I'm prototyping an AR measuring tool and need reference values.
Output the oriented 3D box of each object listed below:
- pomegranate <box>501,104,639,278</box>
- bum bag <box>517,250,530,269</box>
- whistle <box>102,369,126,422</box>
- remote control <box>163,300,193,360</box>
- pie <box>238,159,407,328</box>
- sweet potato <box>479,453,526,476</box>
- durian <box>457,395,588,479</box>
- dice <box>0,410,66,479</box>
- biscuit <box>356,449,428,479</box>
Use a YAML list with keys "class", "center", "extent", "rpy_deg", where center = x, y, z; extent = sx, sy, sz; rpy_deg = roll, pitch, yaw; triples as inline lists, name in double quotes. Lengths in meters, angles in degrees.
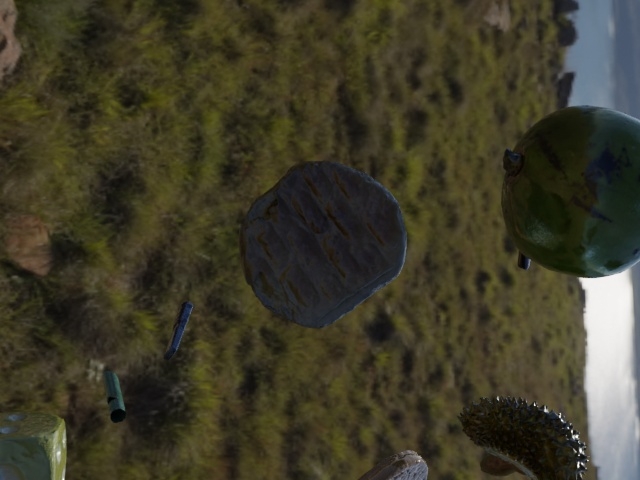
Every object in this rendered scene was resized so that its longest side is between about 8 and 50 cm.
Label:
- class: "pomegranate"
  center: [0.430, -0.061, 1.150]
  extent: [0.260, 0.340, 0.261]
  rpy_deg: [16, 90, -84]
- class: "bum bag"
  center: [0.414, -0.030, 1.528]
  extent: [0.159, 0.026, 0.109]
  rpy_deg: [-62, 153, -47]
- class: "whistle"
  center: [-0.480, 0.358, 1.787]
  extent: [0.186, 0.039, 0.039]
  rpy_deg: [-135, -155, -62]
- class: "remote control"
  center: [-0.303, 0.188, 1.642]
  extent: [0.027, 0.043, 0.152]
  rpy_deg: [33, 35, -19]
- class: "pie"
  center: [0.000, 0.000, 0.878]
  extent: [0.046, 0.195, 0.195]
  rpy_deg: [-108, -170, -81]
- class: "sweet potato"
  center: [0.396, 0.470, 1.630]
  extent: [0.264, 0.057, 0.057]
  rpy_deg: [120, -21, -68]
- class: "durian"
  center: [0.381, 0.357, 1.430]
  extent: [0.183, 0.249, 0.138]
  rpy_deg: [-49, 162, -58]
- class: "dice"
  center: [-0.544, 0.401, 1.358]
  extent: [0.169, 0.169, 0.166]
  rpy_deg: [-164, -103, -78]
- class: "biscuit"
  center: [0.044, 0.411, 1.068]
  extent: [0.289, 0.044, 0.202]
  rpy_deg: [-53, 146, 2]
